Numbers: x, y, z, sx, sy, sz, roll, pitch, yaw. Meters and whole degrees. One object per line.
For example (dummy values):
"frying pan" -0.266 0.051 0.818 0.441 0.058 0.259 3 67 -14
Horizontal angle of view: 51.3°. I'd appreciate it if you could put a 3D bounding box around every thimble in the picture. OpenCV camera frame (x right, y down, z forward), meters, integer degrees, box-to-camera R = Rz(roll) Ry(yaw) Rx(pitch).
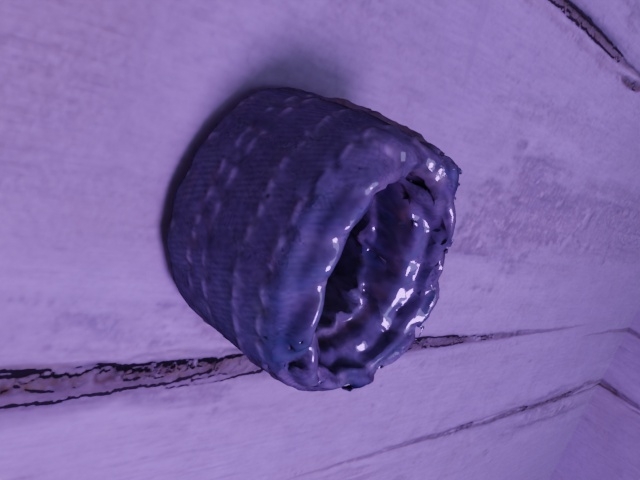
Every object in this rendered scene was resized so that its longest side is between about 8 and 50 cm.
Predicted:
"thimble" 0.000 0.000 0.564 0.205 0.172 0.236 9 107 -53
